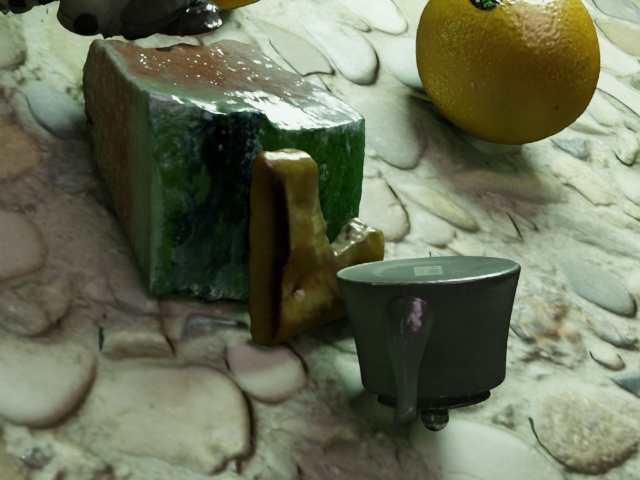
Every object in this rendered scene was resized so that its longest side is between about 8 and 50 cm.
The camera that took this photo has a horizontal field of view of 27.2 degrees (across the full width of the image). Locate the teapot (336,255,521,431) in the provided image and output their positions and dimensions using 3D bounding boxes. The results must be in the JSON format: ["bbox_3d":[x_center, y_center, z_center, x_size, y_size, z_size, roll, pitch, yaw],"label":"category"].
[{"bbox_3d":[0.104,0.095,1.182,0.162,0.149,0.239,-3,6,18],"label":"teapot"}]

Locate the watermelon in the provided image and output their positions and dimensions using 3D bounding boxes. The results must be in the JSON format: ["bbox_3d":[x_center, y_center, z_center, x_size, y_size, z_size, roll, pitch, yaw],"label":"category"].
[{"bbox_3d":[-0.098,-0.099,1.238,0.264,0.151,0.302,-6,50,-44],"label":"watermelon"}]

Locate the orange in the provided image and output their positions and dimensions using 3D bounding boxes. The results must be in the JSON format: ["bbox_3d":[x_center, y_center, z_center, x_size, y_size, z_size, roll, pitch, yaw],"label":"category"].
[{"bbox_3d":[0.227,-0.227,1.614,0.236,0.236,0.236,22,35,-17],"label":"orange"}]

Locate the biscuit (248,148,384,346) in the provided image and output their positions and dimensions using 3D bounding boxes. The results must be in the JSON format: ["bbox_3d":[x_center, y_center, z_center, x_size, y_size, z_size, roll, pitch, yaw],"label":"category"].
[{"bbox_3d":[0.000,0.000,1.205,0.039,0.174,0.183,10,13,38],"label":"biscuit"}]

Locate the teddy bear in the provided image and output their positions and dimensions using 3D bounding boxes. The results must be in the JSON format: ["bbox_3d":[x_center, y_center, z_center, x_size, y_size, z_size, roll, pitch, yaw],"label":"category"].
[{"bbox_3d":[-0.224,-0.272,1.262,0.251,0.171,0.144,18,45,17],"label":"teddy bear"}]

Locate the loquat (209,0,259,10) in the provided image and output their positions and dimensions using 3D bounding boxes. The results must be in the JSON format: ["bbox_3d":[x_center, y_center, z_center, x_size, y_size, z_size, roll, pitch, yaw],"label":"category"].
[{"bbox_3d":[-0.130,-0.360,1.531,0.234,0.176,0.187,2,28,-43],"label":"loquat"}]
